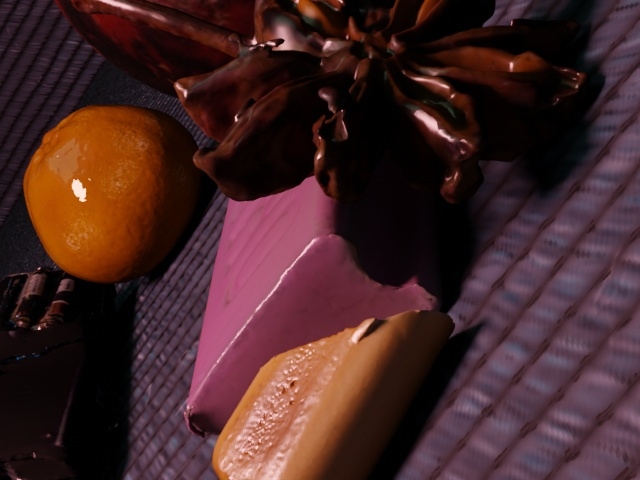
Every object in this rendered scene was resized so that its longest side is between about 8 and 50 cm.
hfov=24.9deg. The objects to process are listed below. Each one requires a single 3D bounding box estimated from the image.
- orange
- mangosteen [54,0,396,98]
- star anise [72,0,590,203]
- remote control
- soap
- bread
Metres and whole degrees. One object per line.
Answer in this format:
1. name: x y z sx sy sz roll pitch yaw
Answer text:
1. orange: -0.173 -0.043 1.196 0.159 0.136 0.159 -49 19 23
2. mangosteen: -0.032 -0.224 0.842 0.311 0.311 0.311 -53 16 22
3. star anise: 0.010 -0.081 0.622 0.234 0.177 0.073 53 155 44
4. remote control: -0.219 0.102 1.098 0.399 0.145 0.062 -108 11 -71
5. soap: 0.000 0.000 0.682 0.122 0.065 0.203 -52 17 27
6. bread: 0.005 0.063 0.567 0.062 0.049 0.103 29 87 47
